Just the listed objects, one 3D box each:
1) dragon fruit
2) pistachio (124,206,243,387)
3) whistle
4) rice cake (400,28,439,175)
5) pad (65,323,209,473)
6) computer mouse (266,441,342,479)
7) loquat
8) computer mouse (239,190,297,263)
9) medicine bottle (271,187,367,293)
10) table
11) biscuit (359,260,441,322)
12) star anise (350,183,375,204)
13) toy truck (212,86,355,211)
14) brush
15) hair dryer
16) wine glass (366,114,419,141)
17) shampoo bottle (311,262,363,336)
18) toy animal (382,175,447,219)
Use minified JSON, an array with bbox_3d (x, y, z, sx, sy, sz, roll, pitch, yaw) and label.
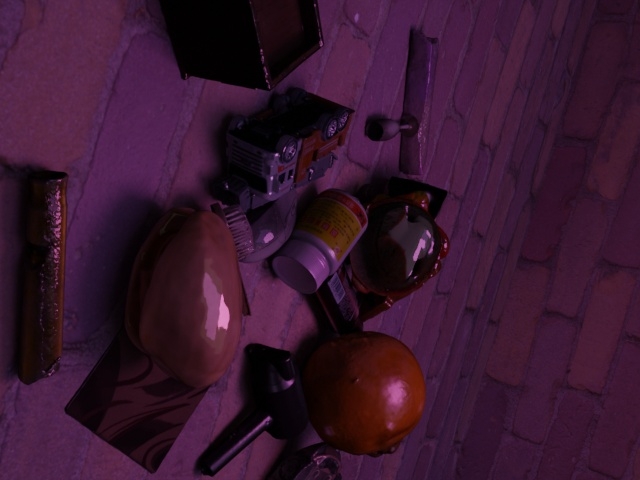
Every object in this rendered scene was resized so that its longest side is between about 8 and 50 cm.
[{"bbox_3d":[0.185,0.007,1.793,0.295,0.268,0.130,-64,-171,3],"label":"dragon fruit"},{"bbox_3d":[-0.224,0.101,1.254,0.213,0.193,0.318,-3,105,-43],"label":"pistachio"},{"bbox_3d":[-0.407,0.058,1.073,0.068,0.057,0.327,-16,119,-56],"label":"whistle"},{"bbox_3d":[0.269,-0.369,1.971,0.064,0.070,0.399,-34,133,-53],"label":"rice cake"},{"bbox_3d":[-0.329,0.295,1.374,0.220,0.004,0.330,-59,147,-23],"label":"pad"},{"bbox_3d":[-0.086,0.677,1.874,0.389,0.115,0.199,-53,131,-7],"label":"computer mouse"},{"bbox_3d":[0.108,0.384,1.832,0.328,0.328,0.329,-34,132,-48],"label":"loquat"},{"bbox_3d":[-0.098,-0.034,1.528,0.229,0.068,0.113,-49,144,-35],"label":"computer mouse"},{"bbox_3d":[0.000,0.000,1.639,0.225,0.139,0.139,-53,144,-31],"label":"medicine bottle"},{"bbox_3d":[-0.124,-0.359,1.194,0.169,0.193,0.173,-49,142,-36],"label":"table"},{"bbox_3d":[0.211,0.114,2.006,0.301,0.278,0.043,-43,102,-13],"label":"biscuit"},{"bbox_3d":[0.104,-0.083,1.865,0.141,0.042,0.141,-28,126,-46],"label":"star anise"},{"bbox_3d":[-0.074,-0.170,1.444,0.338,0.132,0.185,-38,146,-48],"label":"toy truck"},{"bbox_3d":[-0.155,0.041,1.421,0.065,0.070,0.328,-19,142,-12],"label":"brush"},{"bbox_3d":[-0.161,0.388,1.620,0.302,0.116,0.244,-40,134,-33],"label":"hair dryer"},{"bbox_3d":[0.187,-0.289,1.884,0.198,0.066,0.066,-21,122,-54],"label":"wine glass"},{"bbox_3d":[0.038,0.142,1.834,0.323,0.084,0.129,65,39,-51],"label":"shampoo bottle"},{"bbox_3d":[0.225,-0.050,1.948,0.187,0.165,0.235,-1,111,-83],"label":"toy animal"}]
